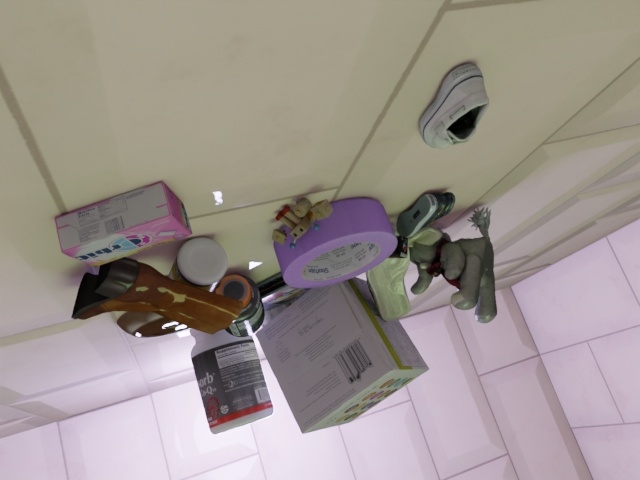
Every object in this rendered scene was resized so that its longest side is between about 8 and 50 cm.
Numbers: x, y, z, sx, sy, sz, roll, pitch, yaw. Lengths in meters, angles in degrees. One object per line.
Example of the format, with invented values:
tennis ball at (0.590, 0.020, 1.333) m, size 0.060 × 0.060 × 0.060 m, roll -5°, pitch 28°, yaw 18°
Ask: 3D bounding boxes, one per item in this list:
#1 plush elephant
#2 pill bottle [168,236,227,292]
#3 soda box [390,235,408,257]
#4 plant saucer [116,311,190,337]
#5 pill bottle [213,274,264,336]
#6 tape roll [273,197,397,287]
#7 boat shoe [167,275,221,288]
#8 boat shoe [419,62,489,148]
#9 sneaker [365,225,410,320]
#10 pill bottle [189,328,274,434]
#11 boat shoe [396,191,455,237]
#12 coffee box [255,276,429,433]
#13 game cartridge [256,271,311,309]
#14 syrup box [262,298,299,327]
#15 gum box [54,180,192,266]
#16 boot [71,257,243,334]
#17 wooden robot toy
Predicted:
plush elephant at (0.359, 0.065, 1.667) m, size 0.255 × 0.330 × 0.272 m, roll -1°, pitch 170°, yaw 32°
pill bottle at (-0.265, 0.072, 1.213) m, size 0.103 × 0.103 × 0.184 m, roll -10°, pitch 162°, yaw -27°
soda box at (0.135, 0.017, 1.465) m, size 0.168 × 0.053 × 0.060 m, roll -1°, pitch 173°, yaw 28°
plant saucer at (-0.414, 0.215, 1.626) m, size 0.310 × 0.050 × 0.310 m, roll -17°, pitch 163°, yaw -5°
pill bottle at (-0.220, 0.169, 1.527) m, size 0.130 × 0.130 × 0.246 m, roll -16°, pitch 159°, yaw -8°
tape roll at (0.034, 0.012, 1.323) m, size 0.274 × 0.090 × 0.275 m, roll -16°, pitch 156°, yaw -7°
boat shoe at (-0.335, 0.119, 1.370) m, size 0.190 × 0.068 × 0.072 m, roll -7°, pitch 172°, yaw -36°
boat shoe at (0.214, -0.191, 0.930) m, size 0.083 × 0.076 × 0.226 m, roll -18°, pitch 164°, yaw -2°
sneaker at (0.179, 0.073, 1.648) m, size 0.131 × 0.148 × 0.350 m, roll -13°, pitch 132°, yaw -6°
pill bottle at (-0.295, 0.411, 1.829) m, size 0.210 × 0.363 × 0.210 m, roll -18°, pitch 164°, yaw -5°
boat shoe at (0.264, -0.061, 1.434) m, size 0.083 × 0.065 × 0.183 m, roll -9°, pitch 161°, yaw -25°
coffee box at (0.071, 0.344, 1.768) m, size 0.337 × 0.338 × 0.334 m, roll -38°, pitch 155°, yaw 16°
game cartridge at (-0.110, 0.145, 1.729) m, size 0.294 × 0.060 × 0.196 m, roll -27°, pitch 166°, yaw 26°
syrup box at (-0.089, 0.223, 1.927) m, size 0.236 × 0.093 × 0.096 m, roll -13°, pitch 163°, yaw -19°
gum box at (-0.317, -0.021, 0.921) m, size 0.188 × 0.062 × 0.107 m, roll -19°, pitch 164°, yaw -1°
boot at (-0.336, 0.130, 1.165) m, size 0.280 × 0.096 × 0.264 m, roll 24°, pitch 137°, yaw -32°
wooden robot toy at (-0.035, -0.053, 1.172) m, size 0.173 × 0.076 × 0.079 m, roll -36°, pitch -168°, yaw 46°
